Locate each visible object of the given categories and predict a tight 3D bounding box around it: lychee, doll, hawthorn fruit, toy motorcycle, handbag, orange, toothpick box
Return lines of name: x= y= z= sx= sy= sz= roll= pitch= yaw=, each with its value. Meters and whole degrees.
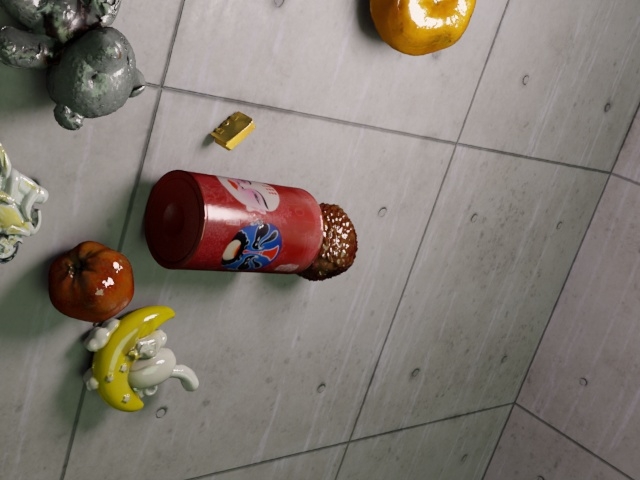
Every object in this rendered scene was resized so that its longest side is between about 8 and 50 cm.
lychee: x=0.000 y=0.000 z=1.909 sx=0.188 sy=0.188 sz=0.188 roll=-24 pitch=129 yaw=-34
doll: x=-0.393 y=0.261 z=1.718 sx=0.252 sy=0.111 sz=0.237 roll=-19 pitch=110 yaw=-36
doll: x=-0.408 y=-0.346 z=1.291 sx=0.246 sy=0.158 sz=0.340 roll=-45 pitch=136 yaw=-33
hawthorn fruit: x=-0.436 y=0.097 z=1.553 sx=0.162 sy=0.163 sz=0.203 roll=-46 pitch=154 yaw=-14
toy motorcycle: x=-0.551 y=-0.070 z=1.382 sx=0.151 sy=0.074 sz=0.228 roll=-32 pitch=131 yaw=-31
handbag: x=-0.182 y=-0.231 z=1.662 sx=0.083 sy=0.061 sz=0.027 roll=-46 pitch=142 yaw=-17
orange: x=0.221 y=-0.534 z=1.792 sx=0.249 sy=0.183 sz=0.248 roll=-8 pitch=110 yaw=-24
toothpick box: x=-0.178 y=-0.032 z=1.681 sx=0.333 sy=0.204 sz=0.204 roll=4 pitch=111 yaw=-47
